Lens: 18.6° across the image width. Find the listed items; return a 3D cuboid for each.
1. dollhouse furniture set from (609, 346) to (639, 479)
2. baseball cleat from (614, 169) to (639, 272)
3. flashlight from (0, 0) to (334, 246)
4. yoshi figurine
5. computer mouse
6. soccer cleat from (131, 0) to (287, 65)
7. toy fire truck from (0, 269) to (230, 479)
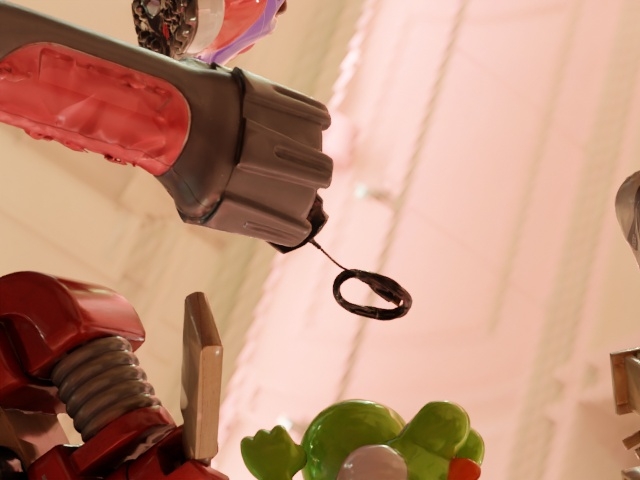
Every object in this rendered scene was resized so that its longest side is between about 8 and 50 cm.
[{"bbox_3d":[0.333,0.184,1.654,0.182,0.101,0.161,-139,-140,-71],"label":"dollhouse furniture set"},{"bbox_3d":[0.271,0.040,1.416,0.072,0.206,0.109,-32,-142,10],"label":"baseball cleat"},{"bbox_3d":[-0.137,-0.067,0.964,0.103,0.304,0.103,30,-80,62],"label":"flashlight"},{"bbox_3d":[-0.013,0.273,1.764,0.362,0.203,0.203,-41,161,-19],"label":"yoshi figurine"},{"bbox_3d":[0.000,0.000,1.845,0.071,0.242,0.041,-39,-148,13],"label":"computer mouse"},{"bbox_3d":[-0.090,-0.188,1.673,0.318,0.116,0.109,139,-63,-73],"label":"soccer cleat"},{"bbox_3d":[-0.135,0.097,1.211,0.246,0.158,0.217,-37,-115,19],"label":"toy fire truck"}]
